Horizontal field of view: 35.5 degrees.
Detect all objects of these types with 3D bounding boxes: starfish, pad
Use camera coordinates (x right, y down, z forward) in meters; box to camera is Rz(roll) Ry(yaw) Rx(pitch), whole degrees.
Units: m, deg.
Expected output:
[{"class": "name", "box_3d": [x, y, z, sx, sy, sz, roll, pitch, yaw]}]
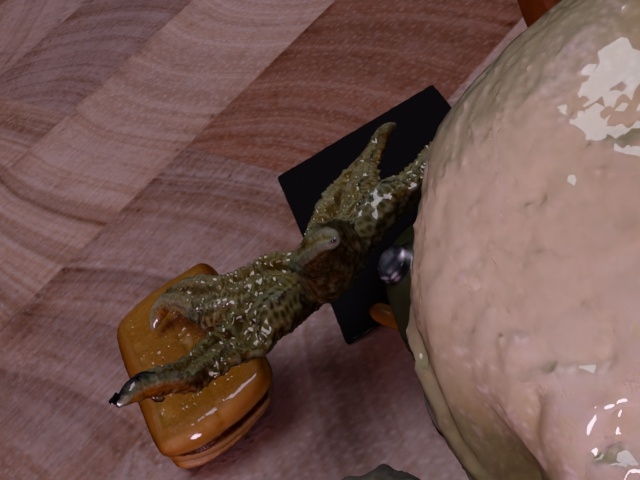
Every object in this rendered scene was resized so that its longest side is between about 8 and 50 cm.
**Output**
[{"class": "starfish", "box_3d": [0.003, 0.001, 0.746, 0.357, 0.078, 0.347, -36, 5, 6]}, {"class": "pad", "box_3d": [0.073, -0.039, 0.975, 0.202, 0.005, 0.300, -31, 35, 4]}]

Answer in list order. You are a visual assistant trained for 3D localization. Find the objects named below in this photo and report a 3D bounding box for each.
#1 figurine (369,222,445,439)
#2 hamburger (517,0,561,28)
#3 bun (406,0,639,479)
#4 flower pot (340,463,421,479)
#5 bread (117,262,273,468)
[{"class": "figurine", "box_3d": [0.135, 0.053, 0.702, 0.166, 0.141, 0.250, -43, 37, -16]}, {"class": "hamburger", "box_3d": [0.292, -0.181, 0.634, 0.277, 0.396, 0.396, -34, 35, -8]}, {"class": "bun", "box_3d": [0.206, 0.046, 0.465, 0.352, 0.349, 0.227, -19, 34, 35]}, {"class": "flower pot", "box_3d": [0.023, 0.244, 0.458, 0.209, 0.190, 0.239, -28, 17, -32]}, {"class": "bread", "box_3d": [-0.108, 0.110, 0.876, 0.116, 0.077, 0.200, -33, 37, -3]}]
